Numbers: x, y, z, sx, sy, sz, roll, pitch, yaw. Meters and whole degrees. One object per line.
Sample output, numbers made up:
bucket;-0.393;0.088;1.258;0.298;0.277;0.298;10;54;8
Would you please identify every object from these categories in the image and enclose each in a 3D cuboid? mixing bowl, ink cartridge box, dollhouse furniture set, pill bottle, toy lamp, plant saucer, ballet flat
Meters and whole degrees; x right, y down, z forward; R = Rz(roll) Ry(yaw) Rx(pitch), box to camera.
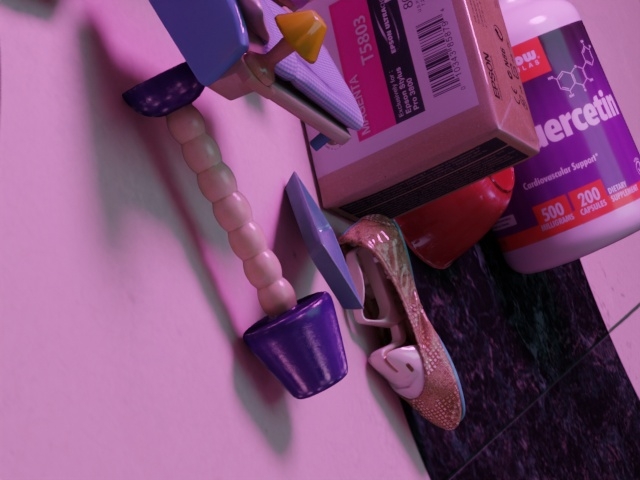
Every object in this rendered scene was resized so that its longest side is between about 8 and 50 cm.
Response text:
mixing bowl;0.132;-0.072;1.822;0.181;0.098;0.181;44;34;-40
ink cartridge box;0.076;-0.156;1.664;0.088;0.193;0.234;21;50;-55
dollhouse furniture set;0.002;-0.221;1.460;0.286;0.198;0.303;30;24;-53
pill bottle;0.230;-0.138;1.976;0.323;0.181;0.181;66;24;-1
toy lamp;-0.059;-0.007;1.404;0.274;0.080;0.080;65;25;-5
plant saucer;0.000;0.000;1.512;0.067;0.018;0.192;58;5;-21
ballet flat;0.063;0.079;1.612;0.067;0.073;0.206;-16;80;-38
